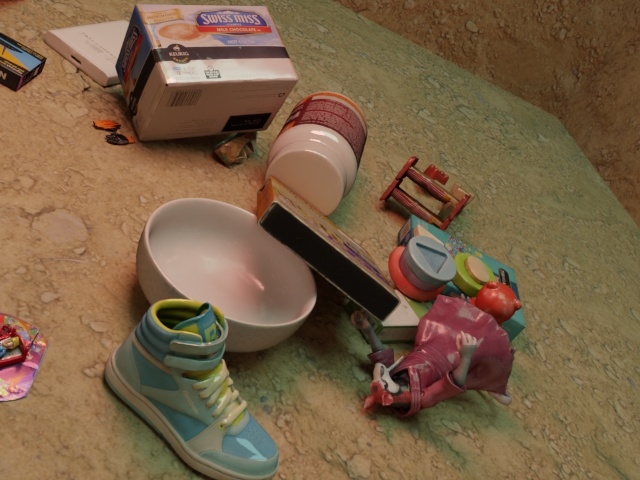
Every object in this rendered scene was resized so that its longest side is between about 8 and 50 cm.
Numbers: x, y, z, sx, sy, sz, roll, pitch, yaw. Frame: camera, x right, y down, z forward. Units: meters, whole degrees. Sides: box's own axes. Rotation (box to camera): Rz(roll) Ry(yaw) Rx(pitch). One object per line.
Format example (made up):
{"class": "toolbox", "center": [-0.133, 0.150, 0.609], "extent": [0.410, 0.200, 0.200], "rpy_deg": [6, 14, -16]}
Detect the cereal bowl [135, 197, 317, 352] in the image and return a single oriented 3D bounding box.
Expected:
{"class": "cereal bowl", "center": [-0.185, 0.079, 1.354], "extent": [0.339, 0.141, 0.339], "rpy_deg": [25, 31, -16]}

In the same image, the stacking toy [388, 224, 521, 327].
{"class": "stacking toy", "center": [0.330, 0.063, 1.737], "extent": [0.309, 0.130, 0.279], "rpy_deg": [33, 37, -5]}

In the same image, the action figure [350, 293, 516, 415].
{"class": "action figure", "center": [0.212, 0.261, 1.498], "extent": [0.370, 0.275, 0.248], "rpy_deg": [-28, 35, -37]}

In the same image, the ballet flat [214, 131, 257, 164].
{"class": "ballet flat", "center": [-0.207, -0.241, 1.891], "extent": [0.067, 0.073, 0.206], "rpy_deg": [59, 31, -11]}

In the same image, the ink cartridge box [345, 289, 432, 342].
{"class": "ink cartridge box", "center": [0.170, 0.168, 1.648], "extent": [0.209, 0.062, 0.109], "rpy_deg": [4, 41, -41]}

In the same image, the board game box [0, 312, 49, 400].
{"class": "board game box", "center": [-0.471, 0.155, 1.073], "extent": [0.133, 0.033, 0.168], "rpy_deg": [24, 31, -16]}

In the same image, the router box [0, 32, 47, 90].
{"class": "router box", "center": [-0.724, -0.414, 1.640], "extent": [0.179, 0.046, 0.133], "rpy_deg": [28, 31, -11]}

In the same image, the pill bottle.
{"class": "pill bottle", "center": [-0.009, -0.218, 1.876], "extent": [0.224, 0.224, 0.392], "rpy_deg": [30, 30, -7]}

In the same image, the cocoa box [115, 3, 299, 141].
{"class": "cocoa box", "center": [-0.274, -0.402, 1.755], "extent": [0.347, 0.231, 0.228], "rpy_deg": [-11, 69, -33]}

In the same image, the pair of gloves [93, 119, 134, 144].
{"class": "pair of gloves", "center": [-0.471, -0.246, 1.679], "extent": [0.083, 0.010, 0.074], "rpy_deg": [49, 32, 20]}

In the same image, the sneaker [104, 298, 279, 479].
{"class": "sneaker", "center": [-0.164, 0.217, 1.107], "extent": [0.319, 0.208, 0.127], "rpy_deg": [36, 28, 3]}

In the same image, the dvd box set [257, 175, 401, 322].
{"class": "dvd box set", "center": [0.000, 0.000, 1.532], "extent": [0.308, 0.062, 0.420], "rpy_deg": [39, 6, -12]}

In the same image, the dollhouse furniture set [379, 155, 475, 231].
{"class": "dollhouse furniture set", "center": [0.326, -0.128, 2.190], "extent": [0.201, 0.152, 0.374], "rpy_deg": [38, 13, 9]}

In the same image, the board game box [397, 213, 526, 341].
{"class": "board game box", "center": [0.359, 0.097, 1.918], "extent": [0.336, 0.079, 0.253], "rpy_deg": [28, 31, -10]}

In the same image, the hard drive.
{"class": "hard drive", "center": [-0.545, -0.501, 1.947], "extent": [0.203, 0.040, 0.307], "rpy_deg": [38, 30, 6]}
